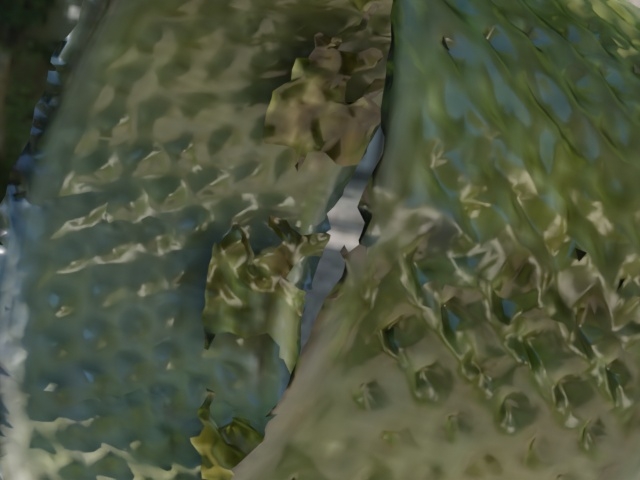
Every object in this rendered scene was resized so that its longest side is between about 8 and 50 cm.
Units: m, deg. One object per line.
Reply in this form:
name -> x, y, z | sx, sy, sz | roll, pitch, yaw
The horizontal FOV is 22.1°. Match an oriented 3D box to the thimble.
thimble -> 0.000, 0.000, 0.594 | 0.150, 0.271, 0.271 | 20, 1, -31
